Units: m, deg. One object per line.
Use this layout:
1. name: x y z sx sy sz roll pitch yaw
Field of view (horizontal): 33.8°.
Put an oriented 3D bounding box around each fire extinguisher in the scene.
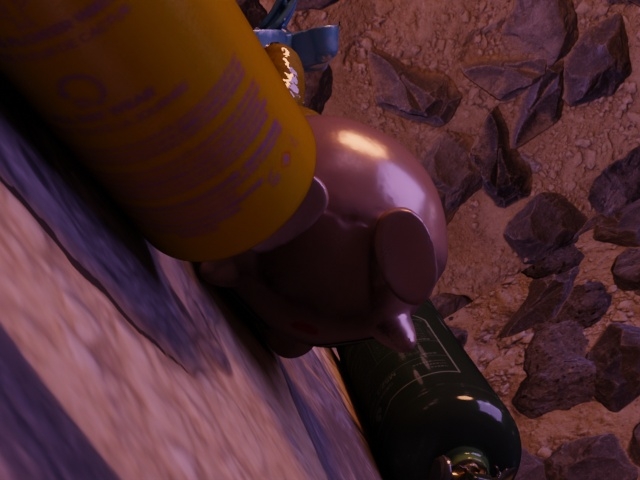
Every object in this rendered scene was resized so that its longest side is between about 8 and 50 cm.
1. fire extinguisher: 0.077 0.128 0.784 0.095 0.114 0.311 17 12 -14

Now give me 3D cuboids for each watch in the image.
1. watch: -0.090 -0.252 1.064 0.211 0.211 0.193 -100 175 -85

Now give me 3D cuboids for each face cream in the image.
1. face cream: -0.086 -0.097 0.308 0.273 0.078 0.078 56 3 -48

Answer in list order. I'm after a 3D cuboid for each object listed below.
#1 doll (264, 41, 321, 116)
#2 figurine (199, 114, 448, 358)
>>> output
1. doll: -0.061 -0.082 0.712 0.209 0.097 0.137 51 38 13
2. figurine: 0.000 0.000 0.521 0.125 0.125 0.138 58 -11 -4
